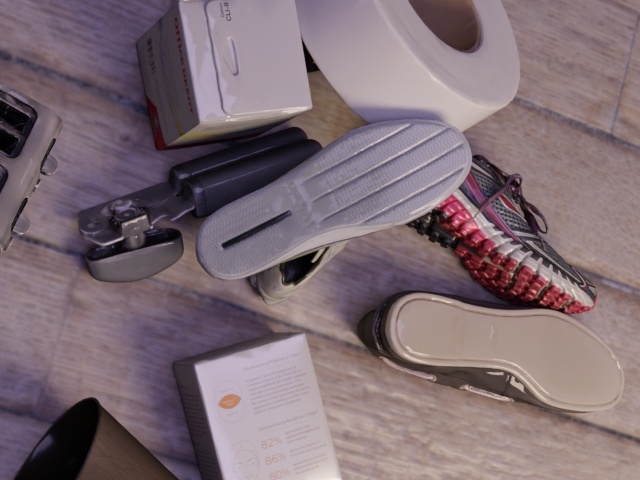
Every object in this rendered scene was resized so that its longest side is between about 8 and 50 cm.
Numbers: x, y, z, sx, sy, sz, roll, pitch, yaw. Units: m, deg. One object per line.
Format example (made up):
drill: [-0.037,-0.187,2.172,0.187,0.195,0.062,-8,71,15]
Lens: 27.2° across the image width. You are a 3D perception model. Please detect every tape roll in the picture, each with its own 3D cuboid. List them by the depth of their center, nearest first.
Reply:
tape roll: [0.092,-0.246,1.440,0.286,0.100,0.286,31,43,-34]

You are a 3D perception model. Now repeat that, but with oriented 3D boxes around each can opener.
can opener: [-0.127,-0.037,1.440,0.283,0.076,0.095,-20,125,-22]

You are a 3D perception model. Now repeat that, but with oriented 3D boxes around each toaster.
toaster: [-0.361,-0.077,1.296,0.185,0.110,0.168,31,55,-18]

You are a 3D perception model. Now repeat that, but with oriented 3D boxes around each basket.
basket: [-0.190,0.300,1.328,0.227,0.154,0.204,42,29,-20]

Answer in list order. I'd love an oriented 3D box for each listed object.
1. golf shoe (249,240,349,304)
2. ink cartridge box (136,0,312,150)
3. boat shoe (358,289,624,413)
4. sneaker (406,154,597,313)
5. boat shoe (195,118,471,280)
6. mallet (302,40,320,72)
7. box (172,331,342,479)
golf shoe: [0.000,0.000,1.466,0.069,0.086,0.176,43,71,-11]
ink cartridge box: [-0.104,-0.176,1.391,0.127,0.176,0.128,-10,89,-22]
boat shoe: [0.200,0.126,1.541,0.335,0.095,0.112,16,78,-24]
sneaker: [0.209,-0.020,1.531,0.299,0.121,0.112,39,70,-13]
boat shoe: [0.010,-0.046,1.381,0.302,0.094,0.109,-21,92,0]
mallet: [-0.031,-0.280,1.508,0.062,0.039,0.190,-30,92,-24]
box: [-0.068,0.195,1.418,0.130,0.091,0.170,-14,91,-21]
